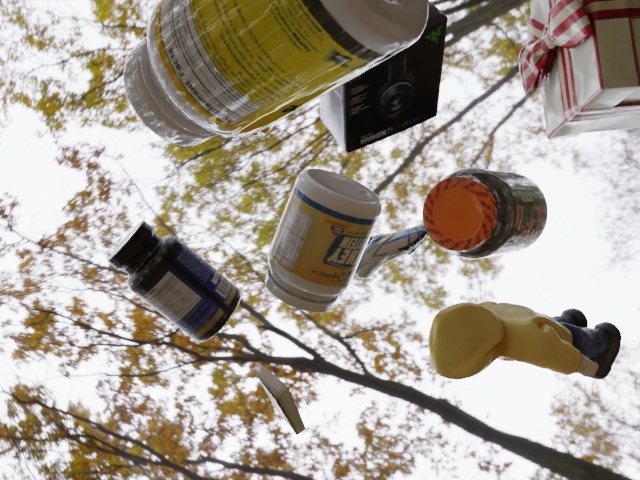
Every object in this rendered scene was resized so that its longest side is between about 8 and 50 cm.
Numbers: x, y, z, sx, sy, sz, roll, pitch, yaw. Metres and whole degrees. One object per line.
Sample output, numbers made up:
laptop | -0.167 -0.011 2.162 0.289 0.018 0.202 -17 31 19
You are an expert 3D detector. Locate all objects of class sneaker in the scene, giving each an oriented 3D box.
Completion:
sneaker | 0.164 0.008 1.594 0.237 0.085 0.086 -26 -111 -22

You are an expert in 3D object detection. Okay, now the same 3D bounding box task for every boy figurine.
boy figurine | 0.257 0.128 0.847 0.285 0.177 0.092 4 -77 -35

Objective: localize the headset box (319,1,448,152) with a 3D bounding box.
headset box | 0.128 -0.367 1.443 0.246 0.283 0.131 -24 -126 -15

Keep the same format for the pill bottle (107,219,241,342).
pill bottle | -0.256 0.069 1.184 0.219 0.123 0.122 42 -113 -17

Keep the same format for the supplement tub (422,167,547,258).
supplement tub | 0.385 -0.063 1.578 0.338 0.207 0.207 -5 -93 -54

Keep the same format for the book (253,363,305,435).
book | -0.084 0.325 1.385 0.035 0.096 0.144 -36 -47 -17

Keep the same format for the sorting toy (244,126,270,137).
sorting toy | -0.122 -0.204 1.226 0.083 0.075 0.044 -4 -100 -6

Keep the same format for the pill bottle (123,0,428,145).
pill bottle | -0.065 -0.229 0.741 0.188 0.334 0.187 22 -122 -42

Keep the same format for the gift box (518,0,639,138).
gift box | 0.418 -0.299 0.930 0.258 0.255 0.276 -6 -102 1

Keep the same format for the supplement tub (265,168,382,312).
supplement tub | 0.000 0.000 1.087 0.144 0.144 0.199 11 -67 -27
